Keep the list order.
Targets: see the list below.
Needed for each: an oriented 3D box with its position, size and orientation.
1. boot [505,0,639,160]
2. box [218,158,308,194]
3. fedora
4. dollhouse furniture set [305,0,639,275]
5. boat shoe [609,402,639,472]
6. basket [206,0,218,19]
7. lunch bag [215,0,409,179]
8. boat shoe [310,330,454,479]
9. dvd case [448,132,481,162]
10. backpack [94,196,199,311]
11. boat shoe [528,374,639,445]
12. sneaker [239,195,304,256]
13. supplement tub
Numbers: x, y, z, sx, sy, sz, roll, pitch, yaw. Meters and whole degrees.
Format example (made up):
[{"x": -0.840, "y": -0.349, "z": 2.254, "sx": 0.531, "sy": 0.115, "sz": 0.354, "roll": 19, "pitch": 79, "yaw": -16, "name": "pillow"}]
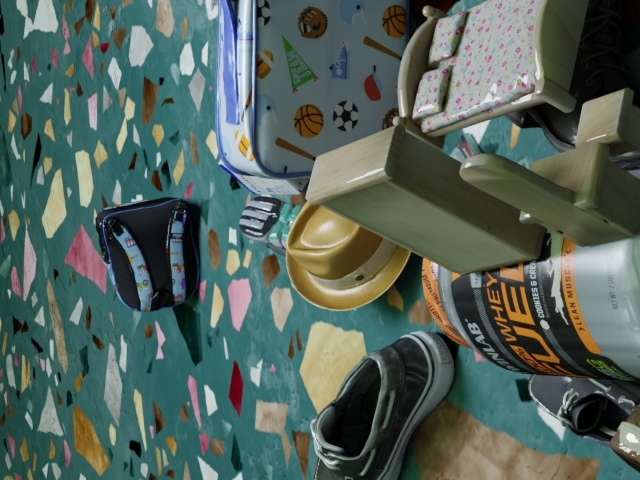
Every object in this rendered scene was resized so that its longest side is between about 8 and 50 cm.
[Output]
[{"x": 0.260, "y": -0.203, "z": 1.182, "sx": 0.263, "sy": 0.091, "sz": 0.229, "roll": 36, "pitch": 124, "yaw": 55, "name": "boot"}, {"x": -0.051, "y": -0.131, "z": 1.672, "sx": 0.137, "sy": 0.072, "sz": 0.126, "roll": 5, "pitch": 59, "yaw": 59, "name": "box"}, {"x": 0.022, "y": -0.009, "z": 1.542, "sx": 0.194, "sy": 0.079, "sz": 0.194, "roll": -13, "pitch": 66, "yaw": 32, "name": "fedora"}, {"x": 0.137, "y": -0.172, "z": 1.084, "sx": 0.303, "sy": 0.173, "sz": 0.356, "roll": -15, "pitch": 55, "yaw": 55, "name": "dollhouse furniture set"}, {"x": 0.367, "y": 0.194, "z": 1.037, "sx": 0.257, "sy": 0.095, "sz": 0.095, "roll": 30, "pitch": 81, "yaw": 36, "name": "boat shoe"}, {"x": -0.088, "y": -0.394, "z": 1.735, "sx": 0.167, "sy": 0.103, "sz": 0.113, "roll": -44, "pitch": 56, "yaw": 52, "name": "basket"}, {"x": -0.017, "y": -0.223, "z": 1.493, "sx": 0.115, "sy": 0.243, "sz": 0.303, "roll": 12, "pitch": 103, "yaw": 58, "name": "lunch bag"}, {"x": 0.043, "y": 0.231, "z": 1.552, "sx": 0.121, "sy": 0.119, "sz": 0.335, "roll": 60, "pitch": 139, "yaw": 38, "name": "boat shoe"}, {"x": 0.159, "y": -0.051, "z": 1.439, "sx": 0.087, "sy": 0.013, "sz": 0.119, "roll": 64, "pitch": 143, "yaw": 33, "name": "dvd case"}, {"x": -0.281, "y": 0.024, "z": 2.054, "sx": 0.117, "sy": 0.158, "sz": 0.173, "roll": -166, "pitch": 63, "yaw": -66, "name": "backpack"}, {"x": 0.264, "y": 0.158, "z": 1.229, "sx": 0.206, "sy": 0.065, "sz": 0.075, "roll": 15, "pitch": 106, "yaw": 58, "name": "boat shoe"}, {"x": 0.000, "y": 0.000, "z": 1.673, "sx": 0.223, "sy": 0.098, "sz": 0.083, "roll": 21, "pitch": 77, "yaw": 37, "name": "sneaker"}, {"x": 0.243, "y": 0.028, "z": 1.132, "sx": 0.316, "sy": 0.193, "sz": 0.194, "roll": -6, "pitch": 87, "yaw": 60, "name": "supplement tub"}]
